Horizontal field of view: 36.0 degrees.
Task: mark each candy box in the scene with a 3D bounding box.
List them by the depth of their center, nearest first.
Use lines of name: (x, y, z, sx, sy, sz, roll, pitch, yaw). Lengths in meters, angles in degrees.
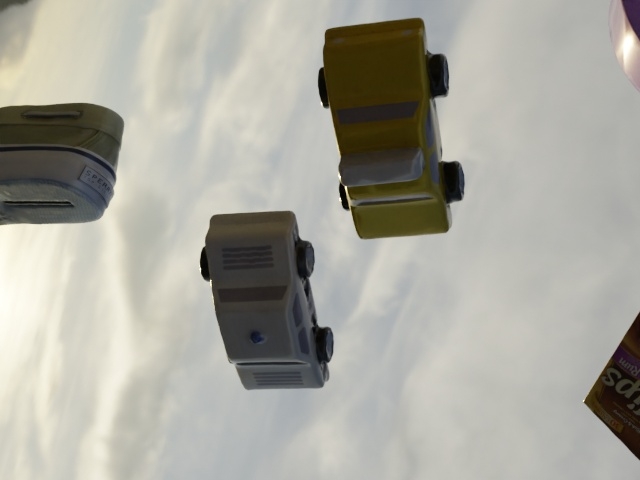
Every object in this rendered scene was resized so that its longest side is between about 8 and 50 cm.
candy box: (0.384, 0.154, 1.108, 0.109, 0.053, 0.186, 48, -41, 33)

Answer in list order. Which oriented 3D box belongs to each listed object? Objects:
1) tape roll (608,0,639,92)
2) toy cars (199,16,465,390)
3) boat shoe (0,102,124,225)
tape roll: (0.448, -0.252, 1.032, 0.090, 0.275, 0.274, 64, 35, -71)
toy cars: (0.000, 0.000, 0.828, 0.393, 0.176, 0.087, -55, -173, 32)
boat shoe: (-0.308, -0.072, 0.908, 0.302, 0.109, 0.094, 4, -122, 23)
